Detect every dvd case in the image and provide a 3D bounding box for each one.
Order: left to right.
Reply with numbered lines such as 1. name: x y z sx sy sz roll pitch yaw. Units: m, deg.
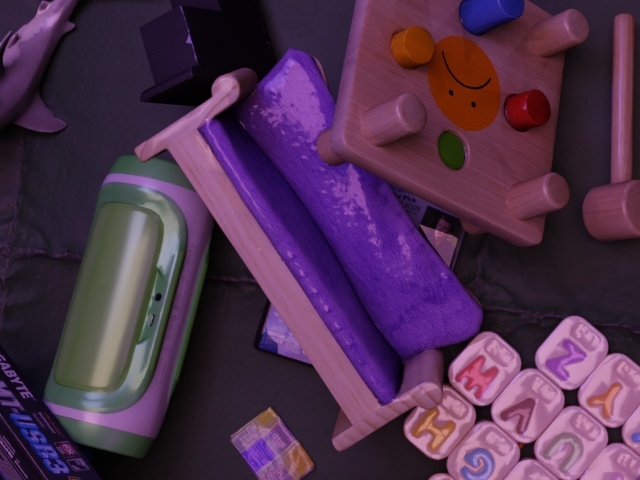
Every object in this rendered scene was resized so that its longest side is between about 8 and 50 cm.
1. dvd case: 0.050 0.020 1.441 0.180 0.022 0.253 17 88 12

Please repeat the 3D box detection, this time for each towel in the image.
1. towel: -0.050 0.224 1.444 0.060 0.009 0.083 -37 80 5

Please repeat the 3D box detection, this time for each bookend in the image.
1. bookend: -0.129 -0.223 1.422 0.072 0.157 0.156 -22 81 32

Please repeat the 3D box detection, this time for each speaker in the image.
1. speaker: -0.195 0.068 1.415 0.131 0.131 0.296 12 80 11

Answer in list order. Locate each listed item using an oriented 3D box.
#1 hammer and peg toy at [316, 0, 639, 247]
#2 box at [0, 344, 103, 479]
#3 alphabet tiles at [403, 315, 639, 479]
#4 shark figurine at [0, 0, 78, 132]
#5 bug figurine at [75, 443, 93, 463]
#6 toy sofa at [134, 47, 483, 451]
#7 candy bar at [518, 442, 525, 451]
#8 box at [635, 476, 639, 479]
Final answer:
1. hammer and peg toy: 0.173 -0.136 1.344 0.127 0.361 0.266 -19 55 51
2. box: -0.340 0.295 1.366 0.295 0.073 0.293 43 116 32
3. alphabet tiles: 0.228 0.229 1.373 0.284 0.021 0.278 41 91 5
4. shark figurine: -0.307 -0.183 1.504 0.116 0.166 0.278 41 74 -13
5. bug figurine: -0.212 0.331 1.428 0.279 0.072 0.216 25 83 17
6. toy sofa: 0.000 0.000 1.317 0.177 0.150 0.362 -32 96 11
7. candy bar: 0.169 0.270 1.396 0.040 0.018 0.161 17 88 11
8. box: 0.403 0.178 1.263 0.067 0.063 0.324 48 113 5
